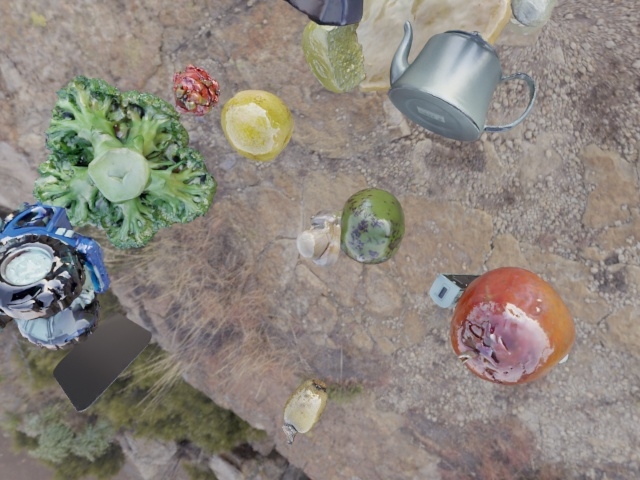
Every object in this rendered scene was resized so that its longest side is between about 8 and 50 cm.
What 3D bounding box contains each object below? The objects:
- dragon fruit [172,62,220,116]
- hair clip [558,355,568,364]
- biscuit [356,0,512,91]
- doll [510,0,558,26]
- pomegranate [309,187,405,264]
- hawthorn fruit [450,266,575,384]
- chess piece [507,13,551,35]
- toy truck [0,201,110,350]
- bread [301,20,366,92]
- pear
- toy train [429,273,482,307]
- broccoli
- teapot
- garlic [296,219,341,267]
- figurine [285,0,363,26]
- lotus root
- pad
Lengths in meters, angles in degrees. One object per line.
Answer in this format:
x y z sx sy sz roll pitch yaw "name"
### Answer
-0.365 -0.425 1.228 0.150 0.208 0.133 -25 127 7 "dragon fruit"
0.778 0.347 1.421 0.116 0.172 0.049 20 143 -2 "hair clip"
0.247 -0.580 1.012 0.446 0.104 0.430 13 92 39 "biscuit"
0.310 -0.417 0.544 0.149 0.175 0.278 23 83 39 "doll"
0.129 -0.052 1.526 0.340 0.285 0.285 7 121 0 "pomegranate"
0.423 0.220 1.002 0.276 0.307 0.276 28 130 39 "hawthorn fruit"
0.563 -0.681 1.145 0.166 0.299 0.167 -5 79 25 "chess piece"
-0.310 0.018 0.386 0.208 0.126 0.113 8 145 -11 "toy truck"
0.022 -0.371 0.823 0.125 0.086 0.156 36 162 34 "bread"
-0.154 -0.278 1.027 0.177 0.178 0.178 12 121 22 "pear"
0.499 0.163 1.352 0.086 0.406 0.088 40 115 42 "toy train"
-0.286 -0.104 0.644 0.269 0.269 0.254 14 100 20 "broccoli"
0.221 -0.257 0.672 0.239 0.162 0.149 29 92 8 "teapot"
-0.008 0.010 1.189 0.099 0.174 0.124 -2 78 37 "garlic"
-0.043 -0.351 0.465 0.308 0.309 0.143 8 160 24 "figurine"
-0.059 0.551 1.377 0.118 0.125 0.221 37 83 -5 "lotus root"
-0.454 0.235 0.873 0.267 0.181 0.004 6 139 48 "pad"
